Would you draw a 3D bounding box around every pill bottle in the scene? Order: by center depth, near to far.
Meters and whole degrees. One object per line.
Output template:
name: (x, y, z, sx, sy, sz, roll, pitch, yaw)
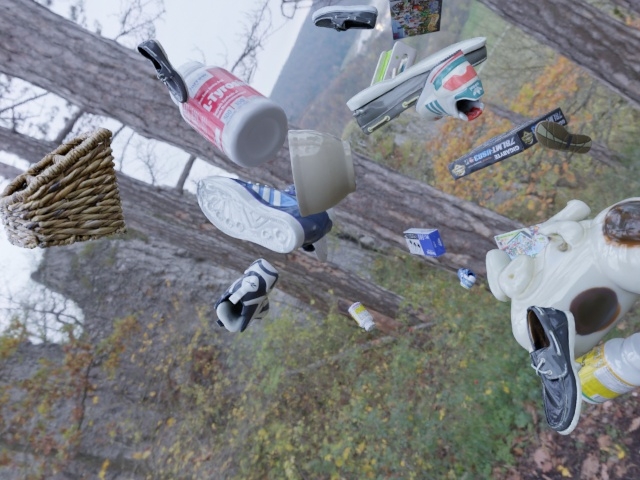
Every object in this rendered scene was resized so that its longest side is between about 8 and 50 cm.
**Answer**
pill bottle: (0.718, 0.310, 1.107, 0.208, 0.118, 0.117, 112, 171, -50)
pill bottle: (0.121, 0.220, 1.305, 0.083, 0.043, 0.043, 50, 129, 33)
pill bottle: (-0.316, -0.431, 1.500, 0.229, 0.408, 0.229, -36, -31, -25)

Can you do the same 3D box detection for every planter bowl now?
planter bowl: (0.007, -0.130, 0.836, 0.162, 0.109, 0.162, -9, -90, -88)

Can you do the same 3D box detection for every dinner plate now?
dinner plate: (0.000, 0.000, 1.392, 0.141, 0.017, 0.141, -13, -90, -75)

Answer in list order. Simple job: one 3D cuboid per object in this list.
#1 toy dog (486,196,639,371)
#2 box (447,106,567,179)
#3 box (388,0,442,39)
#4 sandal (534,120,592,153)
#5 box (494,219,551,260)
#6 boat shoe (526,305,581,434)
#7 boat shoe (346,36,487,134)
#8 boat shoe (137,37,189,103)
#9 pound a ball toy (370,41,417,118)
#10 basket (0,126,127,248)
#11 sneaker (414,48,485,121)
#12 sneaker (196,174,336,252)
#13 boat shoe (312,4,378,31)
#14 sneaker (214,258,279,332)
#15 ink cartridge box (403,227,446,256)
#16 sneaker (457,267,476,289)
toy dog: (0.598, 0.066, 0.997, 0.408, 0.285, 0.395, -52, 0, 43)
box: (0.637, -0.331, 1.562, 0.296, 0.073, 0.293, -30, 4, -32)
box: (0.302, -0.729, 1.444, 0.233, 0.159, 0.044, 14, -109, -77)
sandal: (0.691, -0.293, 1.305, 0.049, 0.180, 0.072, -112, 36, -71)
box: (0.644, 0.014, 1.417, 0.114, 0.036, 0.207, 69, 160, 4)
boat shoe: (0.420, 0.231, 0.835, 0.084, 0.079, 0.233, 115, 169, -59)
boat shoe: (0.208, -0.324, 0.961, 0.305, 0.091, 0.109, -21, 21, 23)
boat shoe: (-0.467, -0.494, 1.343, 0.075, 0.206, 0.065, -20, 14, 46)
pound a ball toy: (0.294, -0.596, 1.763, 0.208, 0.136, 0.319, 8, 80, 70)
basket: (-0.565, -0.118, 0.960, 0.299, 0.214, 0.222, 16, 114, 52)
sneaker: (0.175, -0.181, 0.606, 0.057, 0.075, 0.161, -35, -9, -1)
sneaker: (-0.119, -0.088, 1.138, 0.236, 0.323, 0.130, -32, -38, -53)
boat shoe: (0.049, -0.460, 0.948, 0.049, 0.142, 0.040, 24, -109, -70)
sneaker: (-0.183, 0.156, 1.022, 0.153, 0.094, 0.235, -42, -7, -40)
ink cartridge box: (0.402, 0.005, 1.768, 0.097, 0.046, 0.207, 67, 166, -9)
sneaker: (0.563, 0.136, 1.729, 0.059, 0.053, 0.144, -61, 3, 22)
